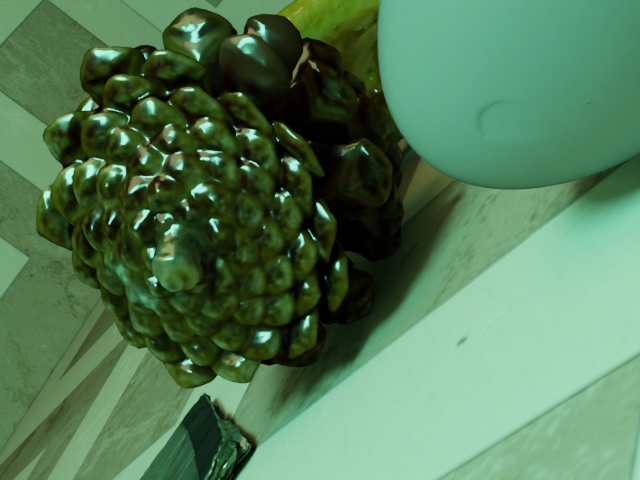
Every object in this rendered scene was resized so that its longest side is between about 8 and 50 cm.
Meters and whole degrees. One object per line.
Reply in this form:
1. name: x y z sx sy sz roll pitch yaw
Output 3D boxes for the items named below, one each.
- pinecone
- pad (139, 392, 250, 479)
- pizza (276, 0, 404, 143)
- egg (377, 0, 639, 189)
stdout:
1. pinecone: -0.058 -0.034 0.896 0.264 0.264 0.264 -50 11 14
2. pad: -0.123 0.203 0.984 0.174 0.022 0.233 -55 10 -6
3. pizza: -0.026 -0.077 1.065 0.365 0.182 0.074 -51 33 10
4. egg: 0.120 -0.125 0.595 0.232 0.176 0.176 -55 8 29
